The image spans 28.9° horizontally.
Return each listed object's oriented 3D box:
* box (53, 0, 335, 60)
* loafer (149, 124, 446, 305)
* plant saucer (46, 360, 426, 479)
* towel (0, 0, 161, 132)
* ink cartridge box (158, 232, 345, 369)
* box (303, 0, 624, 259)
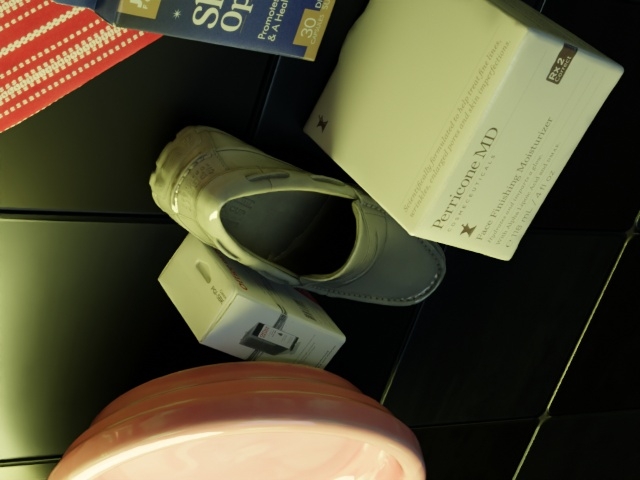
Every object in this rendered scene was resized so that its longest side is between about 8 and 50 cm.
[{"bbox_3d":[-0.073,-0.208,0.879,0.225,0.036,0.136,3,116,-41],"label":"box"},{"bbox_3d":[0.000,0.000,1.044,0.319,0.111,0.112,19,106,-41],"label":"loafer"},{"bbox_3d":[-0.076,0.200,1.091,0.332,0.084,0.332,-7,147,-4],"label":"plant saucer"},{"bbox_3d":[-0.211,-0.211,0.813,0.198,0.031,0.275,-33,135,-12],"label":"towel"},{"bbox_3d":[-0.059,0.058,1.059,0.135,0.099,0.056,27,105,-41],"label":"ink cartridge box"},{"bbox_3d":[0.107,-0.111,0.987,0.119,0.182,0.181,13,114,-39],"label":"box"}]
